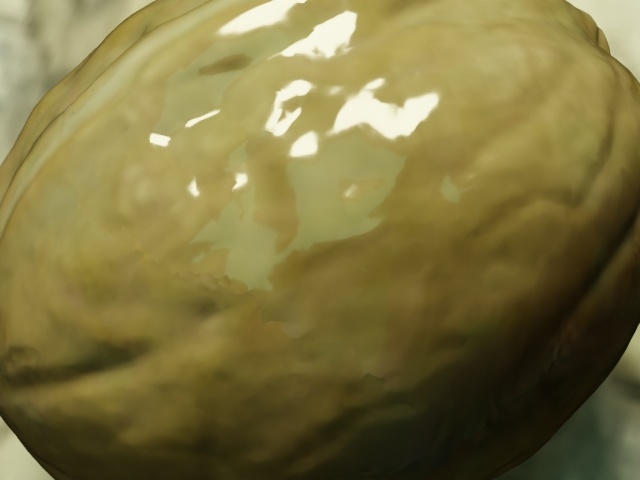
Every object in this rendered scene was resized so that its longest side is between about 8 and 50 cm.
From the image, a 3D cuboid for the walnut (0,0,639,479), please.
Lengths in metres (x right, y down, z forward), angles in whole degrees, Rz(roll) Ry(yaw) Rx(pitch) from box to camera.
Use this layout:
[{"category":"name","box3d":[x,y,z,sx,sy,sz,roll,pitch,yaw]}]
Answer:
[{"category":"walnut","box3d":[-0.001,-0.001,0.372,0.162,0.140,0.140,-41,71,8]}]
